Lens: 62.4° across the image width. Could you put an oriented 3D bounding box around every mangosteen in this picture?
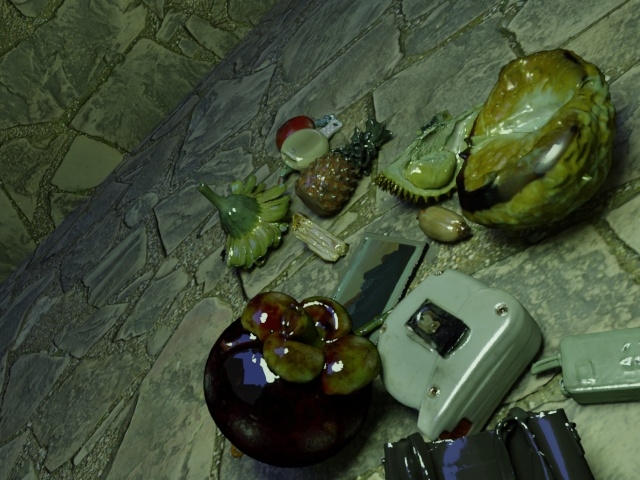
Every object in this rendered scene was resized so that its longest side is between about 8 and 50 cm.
[{"bbox_3d":[-0.047,0.231,0.942,0.307,0.306,0.347,-98,23,-47],"label":"mangosteen"}]

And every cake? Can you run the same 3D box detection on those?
[{"bbox_3d":[-0.002,0.004,1.366,0.184,0.116,0.080,31,83,21],"label":"cake"}]

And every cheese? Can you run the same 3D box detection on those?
[{"bbox_3d":[-0.017,-0.302,1.619,0.137,0.064,0.227,38,64,21],"label":"cheese"}]

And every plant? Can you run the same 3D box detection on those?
[{"bbox_3d":[-0.242,-0.048,1.527,0.305,0.296,0.261,38,121,39],"label":"plant"}]

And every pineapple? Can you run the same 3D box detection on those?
[{"bbox_3d":[0.063,-0.210,1.427,0.310,0.141,0.170,-50,11,-15],"label":"pineapple"}]

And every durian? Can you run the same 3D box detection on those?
[{"bbox_3d":[0.248,-0.196,1.190,0.306,0.166,0.172,-36,39,-1],"label":"durian"}]

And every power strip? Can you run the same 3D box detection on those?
[{"bbox_3d":[0.440,0.174,0.744,0.287,0.053,0.093,-17,46,33],"label":"power strip"}]

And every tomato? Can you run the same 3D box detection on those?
[{"bbox_3d":[-0.096,-0.358,1.745,0.155,0.069,0.156,-34,26,19],"label":"tomato"}]

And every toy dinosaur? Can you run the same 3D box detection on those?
[{"bbox_3d":[-0.101,-0.237,1.675,0.212,0.057,0.142,-40,25,8],"label":"toy dinosaur"}]

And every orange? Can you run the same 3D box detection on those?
[{"bbox_3d":[0.406,-0.167,0.956,0.271,0.210,0.369,-31,31,59],"label":"orange"}]

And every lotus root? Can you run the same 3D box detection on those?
[{"bbox_3d":[0.254,-0.035,1.118,0.073,0.062,0.150,-45,35,-10],"label":"lotus root"}]

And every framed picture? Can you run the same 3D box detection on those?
[{"bbox_3d":[0.112,0.103,1.174,0.192,0.018,0.266,10,64,48],"label":"framed picture"}]

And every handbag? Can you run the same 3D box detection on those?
[{"bbox_3d":[0.220,0.365,0.687,0.285,0.113,0.257,-24,63,29],"label":"handbag"}]

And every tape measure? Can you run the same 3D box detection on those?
[{"bbox_3d":[0.218,0.187,0.895,0.258,0.130,0.265,-53,36,-4],"label":"tape measure"}]

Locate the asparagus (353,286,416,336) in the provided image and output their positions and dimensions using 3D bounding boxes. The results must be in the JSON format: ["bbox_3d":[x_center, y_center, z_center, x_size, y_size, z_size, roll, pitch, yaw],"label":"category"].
[{"bbox_3d":[0.109,0.170,1.083,0.248,0.025,0.024,-37,-4,13],"label":"asparagus"}]

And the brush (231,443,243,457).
[{"bbox_3d":[-0.193,0.360,1.245,0.090,0.017,0.315,-35,38,21],"label":"brush"}]

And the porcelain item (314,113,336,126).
[{"bbox_3d":[0.018,-0.390,1.720,0.083,0.028,0.036,-2,72,43],"label":"porcelain item"}]
